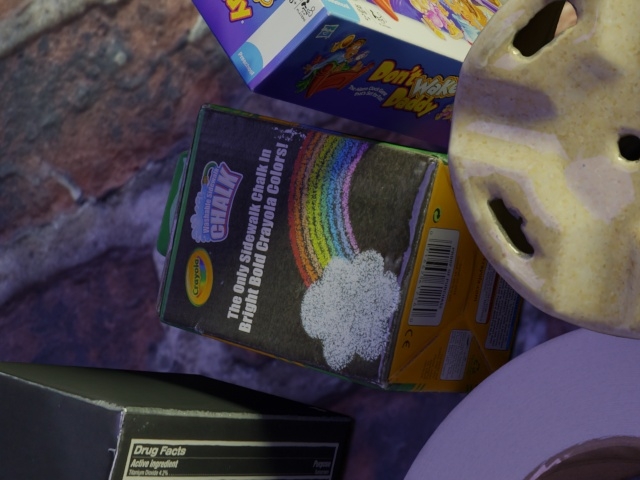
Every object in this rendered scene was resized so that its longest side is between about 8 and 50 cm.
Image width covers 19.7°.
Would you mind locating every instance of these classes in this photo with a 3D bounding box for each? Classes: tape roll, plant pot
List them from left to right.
[{"bbox_3d":[0.211,0.244,1.269,0.392,0.072,0.392,-18,56,30],"label":"tape roll"},{"bbox_3d":[0.236,-0.077,1.164,0.334,0.305,0.334,6,104,27],"label":"plant pot"}]

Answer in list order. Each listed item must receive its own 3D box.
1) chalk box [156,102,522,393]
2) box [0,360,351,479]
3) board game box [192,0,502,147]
[{"bbox_3d":[0.000,0.000,1.446,0.289,0.179,0.180,16,94,35],"label":"chalk box"},{"bbox_3d":[-0.150,0.256,1.448,0.182,0.296,0.294,14,92,35],"label":"box"},{"bbox_3d":[0.020,-0.188,1.349,0.078,0.347,0.233,-44,63,22],"label":"board game box"}]
